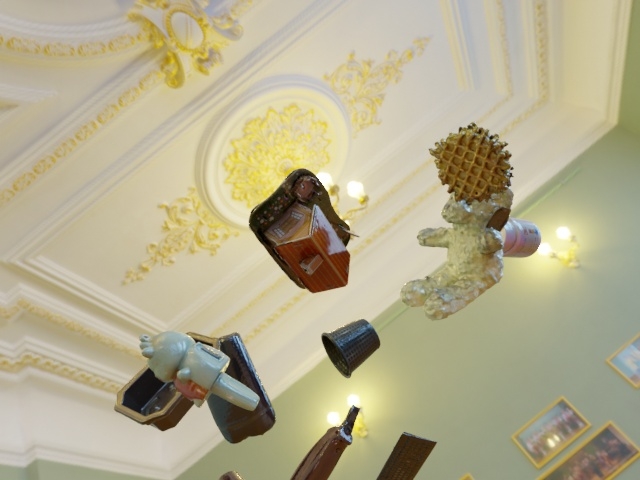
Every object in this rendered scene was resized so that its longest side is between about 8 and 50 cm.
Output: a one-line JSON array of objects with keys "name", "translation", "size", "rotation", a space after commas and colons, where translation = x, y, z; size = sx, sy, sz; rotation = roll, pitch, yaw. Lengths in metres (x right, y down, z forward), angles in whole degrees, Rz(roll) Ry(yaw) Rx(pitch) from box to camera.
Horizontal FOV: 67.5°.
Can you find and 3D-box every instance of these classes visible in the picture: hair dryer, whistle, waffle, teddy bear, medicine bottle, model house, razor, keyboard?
[{"name": "hair dryer", "translation": [-0.050, 0.436, 0.904], "size": [0.123, 0.312, 0.340], "rotation": [42, -102, -25]}, {"name": "whistle", "translation": [-0.227, 0.242, 0.888], "size": [0.106, 0.253, 0.102], "rotation": [-63, -2, 34]}, {"name": "waffle", "translation": [0.375, -0.184, 1.178], "size": [0.070, 0.197, 0.193], "rotation": [-33, 1, -39]}, {"name": "teddy bear", "translation": [0.374, -0.029, 1.351], "size": [0.375, 0.327, 0.362], "rotation": [-23, -73, -16]}, {"name": "medicine bottle", "translation": [0.688, -0.011, 1.763], "size": [0.254, 0.152, 0.152], "rotation": [2, -54, -39]}, {"name": "model house", "translation": [-0.001, 0.000, 1.105], "size": [0.207, 0.154, 0.294], "rotation": [-46, -46, -11]}, {"name": "razor", "translation": [-0.291, 0.484, 1.583], "size": [0.204, 0.349, 0.113], "rotation": [-28, -7, 15]}, {"name": "keyboard", "translation": [0.145, 0.404, 0.856], "size": [0.063, 0.010, 0.198], "rotation": [15, -53, 2]}]

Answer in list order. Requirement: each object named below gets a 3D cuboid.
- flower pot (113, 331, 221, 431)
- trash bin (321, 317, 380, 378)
[{"name": "flower pot", "translation": [-0.340, 0.338, 1.128], "size": [0.251, 0.178, 0.084], "rotation": [-48, -50, -40]}, {"name": "trash bin", "translation": [0.112, 0.352, 1.636], "size": [0.161, 0.175, 0.175], "rotation": [-30, -40, -19]}]
